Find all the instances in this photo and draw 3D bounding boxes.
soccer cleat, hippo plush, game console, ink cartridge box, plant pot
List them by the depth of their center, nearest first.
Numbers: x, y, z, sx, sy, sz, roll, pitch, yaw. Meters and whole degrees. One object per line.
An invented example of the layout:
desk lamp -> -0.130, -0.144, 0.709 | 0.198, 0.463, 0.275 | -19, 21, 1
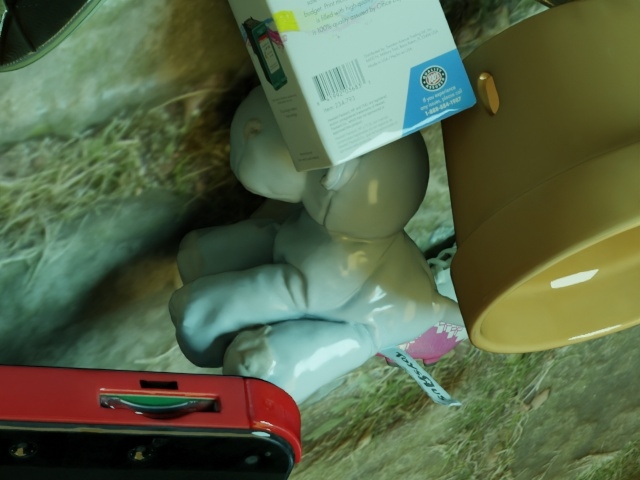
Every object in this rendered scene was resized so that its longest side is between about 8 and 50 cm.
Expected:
ink cartridge box -> 0.009, -0.183, 1.299 | 0.134, 0.231, 0.078 | -24, -172, -21
plant pot -> 0.222, -0.060, 1.371 | 0.291, 0.203, 0.291 | -17, 160, -6
game console -> -0.230, 0.228, 1.432 | 0.386, 0.060, 0.342 | 5, 137, -21
hippo plush -> 0.000, 0.000, 1.441 | 0.234, 0.294, 0.236 | -43, 149, -37
soccer cleat -> 0.155, 0.038, 1.813 | 0.331, 0.116, 0.143 | -9, 123, -43

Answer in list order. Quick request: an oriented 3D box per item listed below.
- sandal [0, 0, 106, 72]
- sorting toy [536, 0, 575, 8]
sandal -> -0.133, -0.229, 1.156 | 0.303, 0.120, 0.086 | -36, 177, 0
sorting toy -> 0.239, -0.324, 1.358 | 0.229, 0.041, 0.307 | 27, 118, -17
